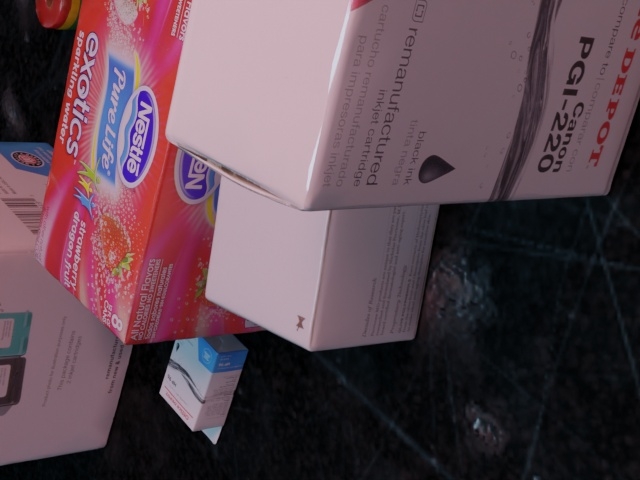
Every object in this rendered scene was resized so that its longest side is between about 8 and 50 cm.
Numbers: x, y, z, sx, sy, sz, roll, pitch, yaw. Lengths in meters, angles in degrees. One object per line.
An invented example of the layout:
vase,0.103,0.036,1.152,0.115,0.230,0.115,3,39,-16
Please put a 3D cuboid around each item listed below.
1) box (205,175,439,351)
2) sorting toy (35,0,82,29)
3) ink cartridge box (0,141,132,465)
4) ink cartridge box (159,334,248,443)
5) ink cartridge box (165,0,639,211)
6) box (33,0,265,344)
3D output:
box,0.000,0.000,0.656,0.101,0.087,0.102,22,108,46
sorting toy,-0.143,-0.218,0.838,0.274,0.046,0.132,-42,62,41
ink cartridge box,-0.307,0.047,0.866,0.198,0.270,0.197,38,119,41
ink cartridge box,-0.086,0.100,0.802,0.048,0.028,0.083,40,121,40
ink cartridge box,0.058,-0.101,0.489,0.092,0.218,0.159,29,113,38
box,-0.081,-0.077,0.717,0.128,0.122,0.257,35,117,41
